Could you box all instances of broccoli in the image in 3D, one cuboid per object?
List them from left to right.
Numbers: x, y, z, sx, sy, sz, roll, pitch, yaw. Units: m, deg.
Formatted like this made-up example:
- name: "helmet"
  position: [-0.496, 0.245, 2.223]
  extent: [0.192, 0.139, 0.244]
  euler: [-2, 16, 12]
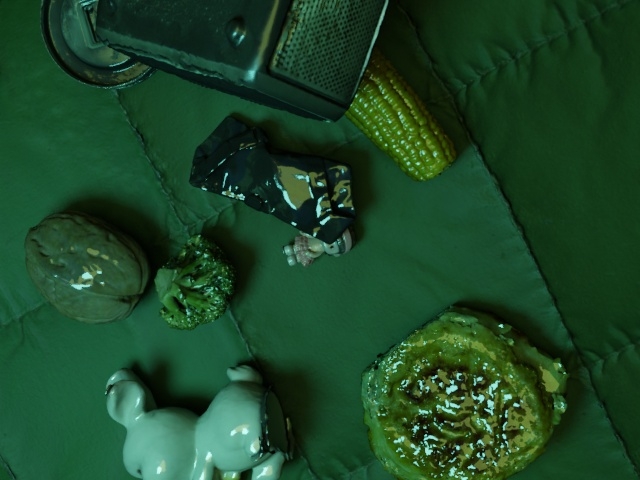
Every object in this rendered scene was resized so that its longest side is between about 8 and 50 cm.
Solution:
- name: "broccoli"
  position: [-0.213, 0.076, 1.324]
  extent: [0.146, 0.138, 0.162]
  euler: [48, 114, 31]

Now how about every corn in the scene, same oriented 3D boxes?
- name: "corn"
  position: [0.080, -0.242, 1.272]
  extent: [0.120, 0.120, 0.363]
  euler: [-45, 94, 8]

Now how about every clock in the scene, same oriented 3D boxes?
- name: "clock"
  position: [-0.359, -0.370, 1.335]
  extent: [0.226, 0.049, 0.226]
  euler: [0, 96, 4]

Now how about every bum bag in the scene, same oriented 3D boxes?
- name: "bum bag"
  position: [-0.076, -0.105, 1.313]
  extent: [0.310, 0.074, 0.137]
  euler: [23, 100, 12]

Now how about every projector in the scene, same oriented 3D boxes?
- name: "projector"
  position: [-0.099, -0.413, 1.131]
  extent: [0.395, 0.242, 0.405]
  euler: [24, 98, 36]

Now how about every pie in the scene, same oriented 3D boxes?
- name: "pie"
  position: [0.233, 0.272, 1.314]
  extent: [0.354, 0.103, 0.288]
  euler: [-35, 85, 10]

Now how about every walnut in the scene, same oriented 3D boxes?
- name: "walnut"
  position: [-0.398, 0.043, 1.323]
  extent: [0.230, 0.178, 0.178]
  euler: [32, 97, 7]

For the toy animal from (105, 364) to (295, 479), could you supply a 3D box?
- name: "toy animal"
  position: [-0.213, 0.328, 1.327]
  extent: [0.310, 0.183, 0.247]
  euler: [-8, 90, 11]

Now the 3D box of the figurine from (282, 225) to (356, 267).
- name: "figurine"
  position: [0.000, 0.000, 1.337]
  extent: [0.129, 0.054, 0.072]
  euler: [-21, 78, 14]
